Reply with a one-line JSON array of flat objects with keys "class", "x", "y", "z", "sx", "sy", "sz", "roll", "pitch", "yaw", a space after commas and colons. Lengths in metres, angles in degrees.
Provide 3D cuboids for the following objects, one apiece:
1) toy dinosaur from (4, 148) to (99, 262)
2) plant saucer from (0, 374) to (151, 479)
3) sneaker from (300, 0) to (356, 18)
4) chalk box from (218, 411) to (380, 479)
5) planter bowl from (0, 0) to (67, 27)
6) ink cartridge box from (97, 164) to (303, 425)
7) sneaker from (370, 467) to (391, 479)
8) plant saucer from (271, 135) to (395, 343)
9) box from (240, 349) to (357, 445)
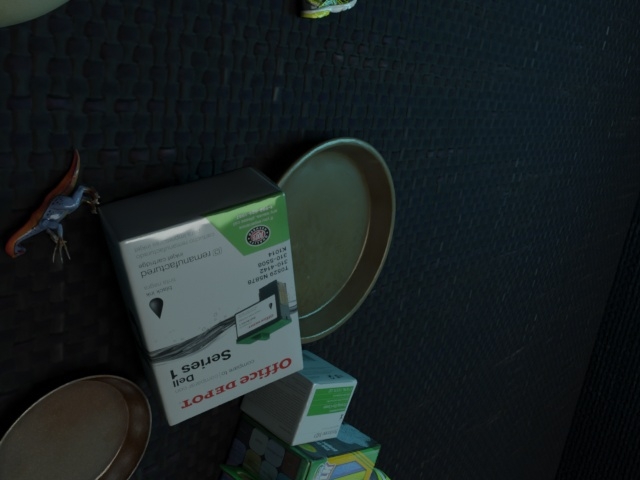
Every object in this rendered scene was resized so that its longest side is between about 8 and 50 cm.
[{"class": "toy dinosaur", "x": -0.234, "y": -0.021, "z": 0.526, "sx": 0.082, "sy": 0.047, "sz": 0.090, "roll": -23, "pitch": 91, "yaw": -32}, {"class": "plant saucer", "x": -0.248, "y": 0.206, "z": 0.609, "sx": 0.168, "sy": 0.029, "sz": 0.168, "roll": -26, "pitch": 127, "yaw": -41}, {"class": "sneaker", "x": 0.010, "y": -0.272, "z": 0.682, "sx": 0.083, "sy": 0.031, "sz": 0.035, "roll": -36, "pitch": 131, "yaw": -34}, {"class": "chalk box", "x": -0.044, "y": 0.314, "z": 0.820, "sx": 0.213, "sy": 0.132, "sz": 0.132, "roll": 12, "pitch": 98, "yaw": -50}, {"class": "planter bowl", "x": -0.228, "y": -0.190, "z": 0.359, "sx": 0.109, "sy": 0.162, "sz": 0.162, "roll": -36, "pitch": 139, "yaw": 5}, {"class": "ink cartridge box", "x": -0.111, "y": 0.055, "z": 0.618, "sx": 0.160, "sy": 0.092, "sz": 0.219, "roll": -19, "pitch": 123, "yaw": -23}, {"class": "sneaker", "x": -0.003, "y": 0.478, "z": 0.986, "sx": 0.300, "sy": 0.111, "sz": 0.121, "roll": -54, "pitch": 130, "yaw": -25}, {"class": "plant saucer", "x": 0.000, "y": 0.000, "z": 0.794, "sx": 0.278, "sy": 0.041, "sz": 0.277, "roll": -25, "pitch": 125, "yaw": -42}, {"class": "box", "x": -0.029, "y": 0.203, "z": 0.807, "sx": 0.101, "sy": 0.102, "sz": 0.087, "roll": 13, "pitch": 99, "yaw": -53}]
